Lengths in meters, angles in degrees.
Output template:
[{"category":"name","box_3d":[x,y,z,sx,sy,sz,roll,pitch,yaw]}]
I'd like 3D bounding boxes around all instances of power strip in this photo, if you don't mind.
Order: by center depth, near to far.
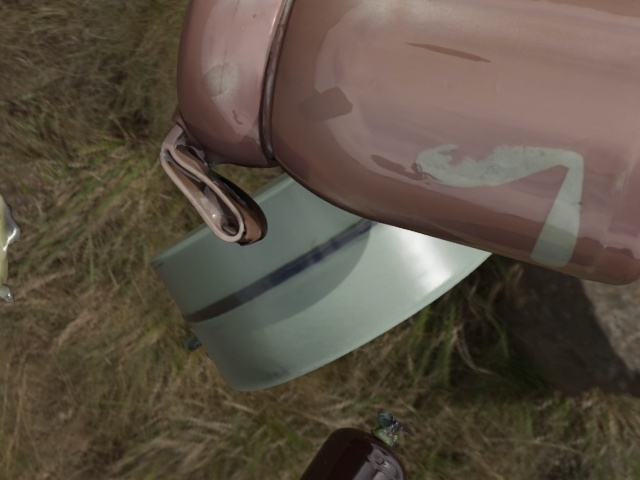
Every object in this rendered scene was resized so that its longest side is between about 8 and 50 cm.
[{"category":"power strip","box_3d":[0.000,0.000,0.935,0.357,0.357,0.161,-33,96,-14]}]

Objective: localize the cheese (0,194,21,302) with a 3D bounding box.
[{"category":"cheese","box_3d":[-0.221,0.017,0.395,0.123,0.167,0.094,-19,89,-51]}]

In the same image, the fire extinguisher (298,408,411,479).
[{"category":"fire extinguisher","box_3d":[0.012,0.334,1.110,0.337,0.114,0.135,-52,153,-26]}]

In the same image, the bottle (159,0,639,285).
[{"category":"bottle","box_3d":[0.059,-0.074,0.555,0.296,0.173,0.206,15,93,11]}]
